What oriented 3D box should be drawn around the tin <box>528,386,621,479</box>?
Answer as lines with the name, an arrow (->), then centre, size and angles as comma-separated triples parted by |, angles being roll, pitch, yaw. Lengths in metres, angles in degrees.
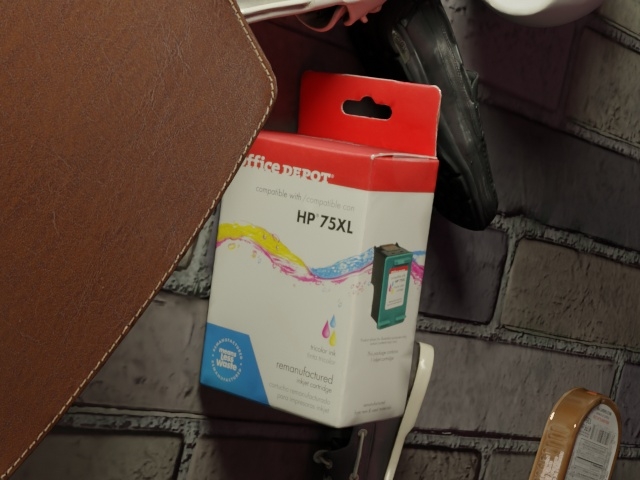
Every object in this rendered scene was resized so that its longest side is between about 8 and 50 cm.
tin -> 0.243, 0.238, 1.509 | 0.106, 0.040, 0.189 | 25, 81, -46

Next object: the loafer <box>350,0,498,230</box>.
loafer -> 0.097, -0.103, 1.202 | 0.078, 0.076, 0.223 | -44, 128, -24

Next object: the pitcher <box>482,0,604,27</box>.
pitcher -> 0.189, -0.271, 1.251 | 0.207, 0.125, 0.177 | -37, 106, -52

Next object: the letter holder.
letter holder -> -0.183, -0.047, 0.822 | 0.302, 0.152, 0.214 | -56, 139, -24

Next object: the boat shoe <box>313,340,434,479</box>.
boat shoe -> 0.026, 0.170, 1.223 | 0.065, 0.075, 0.206 | 21, 89, -8

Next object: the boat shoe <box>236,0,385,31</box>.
boat shoe -> 0.008, -0.187, 1.059 | 0.268, 0.096, 0.088 | -17, 117, -46

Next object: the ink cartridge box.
ink cartridge box -> 0.000, 0.000, 1.067 | 0.078, 0.134, 0.231 | -1, 100, -50
